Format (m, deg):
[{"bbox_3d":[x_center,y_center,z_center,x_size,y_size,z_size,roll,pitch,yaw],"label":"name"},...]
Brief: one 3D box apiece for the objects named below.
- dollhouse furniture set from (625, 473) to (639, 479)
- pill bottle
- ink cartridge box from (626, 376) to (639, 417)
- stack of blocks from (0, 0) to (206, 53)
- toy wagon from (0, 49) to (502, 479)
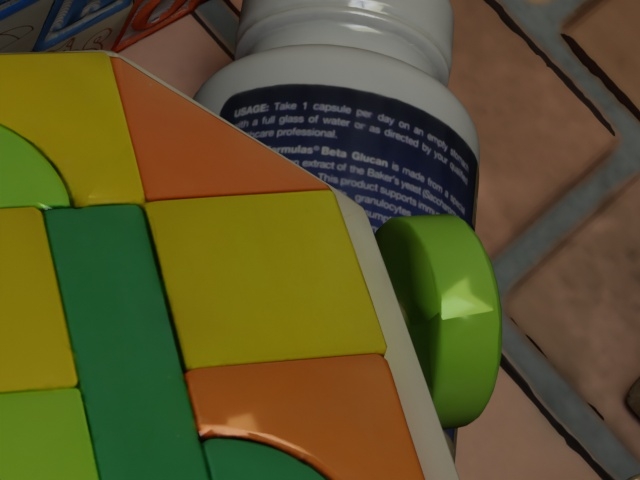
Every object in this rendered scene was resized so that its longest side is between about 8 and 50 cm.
[{"bbox_3d":[0.069,0.204,0.505,0.259,0.135,0.262,-16,74,-27],"label":"dollhouse furniture set"},{"bbox_3d":[0.000,0.000,0.595,0.094,0.094,0.169,15,63,-15],"label":"pill bottle"},{"bbox_3d":[0.229,-0.013,0.609,0.193,0.234,0.088,-39,85,-30],"label":"ink cartridge box"},{"bbox_3d":[-0.053,-0.135,0.591,0.297,0.171,0.087,-33,82,-30],"label":"stack of blocks"},{"bbox_3d":[-0.062,0.101,0.406,0.267,0.068,0.344,-4,53,-19],"label":"toy wagon"}]
